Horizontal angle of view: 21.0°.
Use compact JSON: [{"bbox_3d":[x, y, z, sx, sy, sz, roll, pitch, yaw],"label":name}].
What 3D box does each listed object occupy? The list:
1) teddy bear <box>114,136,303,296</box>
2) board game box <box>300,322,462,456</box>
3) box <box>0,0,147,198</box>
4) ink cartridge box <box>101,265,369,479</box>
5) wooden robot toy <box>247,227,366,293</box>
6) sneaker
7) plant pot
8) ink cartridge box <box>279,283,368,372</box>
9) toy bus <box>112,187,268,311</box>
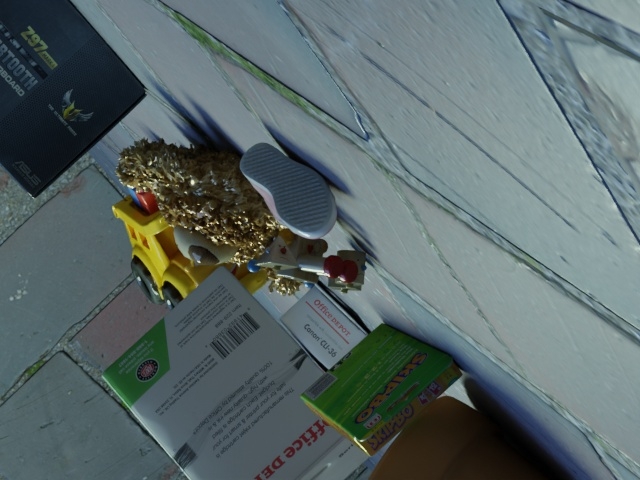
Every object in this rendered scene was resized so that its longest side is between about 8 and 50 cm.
[{"bbox_3d":[-0.123,-0.028,1.921,0.245,0.113,0.338,47,174,-24],"label":"teddy bear"},{"bbox_3d":[0.061,0.151,1.780,0.039,0.124,0.259,50,173,-10],"label":"board game box"},{"bbox_3d":[-0.338,-0.191,1.955,0.232,0.183,0.059,51,171,-28],"label":"box"},{"bbox_3d":[-0.097,0.211,2.155,0.289,0.211,0.121,46,175,27],"label":"ink cartridge box"},{"bbox_3d":[0.000,0.000,1.582,0.076,0.079,0.173,0,171,33],"label":"wooden robot toy"},{"bbox_3d":[-0.015,-0.031,1.495,0.134,0.051,0.070,44,175,47],"label":"sneaker"},{"bbox_3d":[0.156,0.329,1.748,0.203,0.291,0.291,25,166,21],"label":"plant pot"},{"bbox_3d":[0.024,0.134,2.151,0.115,0.067,0.198,42,172,39],"label":"ink cartridge box"},{"bbox_3d":[-0.186,-0.018,2.332,0.220,0.149,0.211,32,149,56],"label":"toy bus"}]
